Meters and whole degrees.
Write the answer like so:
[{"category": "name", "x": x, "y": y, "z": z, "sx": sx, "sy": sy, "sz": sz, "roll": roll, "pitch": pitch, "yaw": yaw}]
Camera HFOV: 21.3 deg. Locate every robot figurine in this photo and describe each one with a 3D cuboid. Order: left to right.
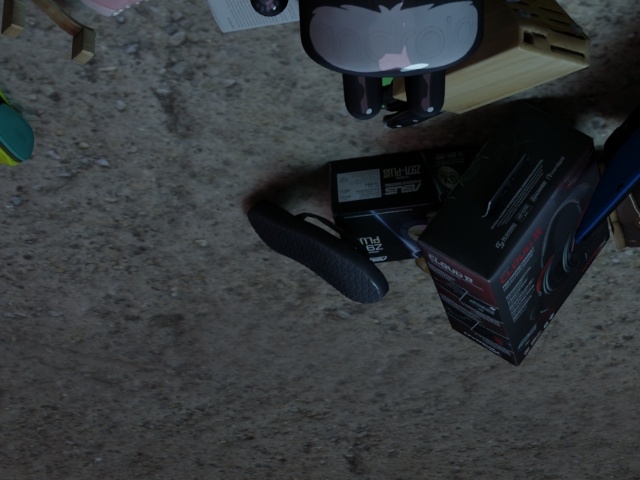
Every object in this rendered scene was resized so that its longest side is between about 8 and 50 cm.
[{"category": "robot figurine", "x": 0.062, "y": -0.253, "z": 1.527, "sx": 0.209, "sy": 0.173, "sz": 0.278, "roll": -21, "pitch": 120, "yaw": -33}]

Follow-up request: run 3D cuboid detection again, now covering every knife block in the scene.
[{"category": "knife block", "x": 0.131, "y": -0.172, "z": 1.709, "sx": 0.088, "sy": 0.276, "sz": 0.242, "roll": 9, "pitch": 122, "yaw": -30}]

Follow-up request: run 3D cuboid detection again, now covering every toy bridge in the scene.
[{"category": "toy bridge", "x": -0.308, "y": -0.236, "z": 1.718, "sx": 0.188, "sy": 0.063, "sz": 0.026, "roll": 19, "pitch": 146, "yaw": -34}]

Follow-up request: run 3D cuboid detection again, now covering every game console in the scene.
[{"category": "game console", "x": 0.440, "y": -0.117, "z": 1.875, "sx": 0.250, "sy": 0.173, "sz": 0.293, "roll": 10, "pitch": 143, "yaw": -23}]

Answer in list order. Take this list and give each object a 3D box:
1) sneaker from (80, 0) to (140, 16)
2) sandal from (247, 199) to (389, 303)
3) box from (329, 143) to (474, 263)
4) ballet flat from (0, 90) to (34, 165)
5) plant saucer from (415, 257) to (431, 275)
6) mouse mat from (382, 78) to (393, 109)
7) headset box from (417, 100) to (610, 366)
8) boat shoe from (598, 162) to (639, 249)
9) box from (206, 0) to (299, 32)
[{"category": "sneaker", "x": -0.186, "y": -0.259, "z": 1.705, "sx": 0.134, "sy": 0.051, "sz": 0.070, "roll": 2, "pitch": 154, "yaw": -3}, {"category": "sandal", "x": -0.001, "y": -0.001, "z": 2.095, "sx": 0.054, "sy": 0.254, "sz": 0.097, "roll": -40, "pitch": 131, "yaw": -17}, {"category": "box", "x": 0.111, "y": -0.042, "z": 2.126, "sx": 0.180, "sy": 0.077, "sz": 0.147, "roll": -7, "pitch": 153, "yaw": 8}, {"category": "ballet flat", "x": -0.385, "y": -0.150, "z": 1.878, "sx": 0.077, "sy": 0.077, "sz": 0.231, "roll": 9, "pitch": 157, "yaw": 13}, {"category": "plant saucer", "x": 0.173, "y": 0.032, "z": 2.346, "sx": 0.083, "sy": 0.015, "sz": 0.083, "roll": -2, "pitch": 153, "yaw": -1}, {"category": "mouse mat", "x": 0.135, "y": -0.199, "z": 1.900, "sx": 0.189, "sy": 0.007, "sz": 0.152, "roll": -9, "pitch": 152, "yaw": 13}, {"category": "headset box", "x": 0.235, "y": -0.010, "z": 2.037, "sx": 0.110, "sy": 0.218, "sz": 0.293, "roll": 30, "pitch": 164, "yaw": 25}, {"category": "boat shoe", "x": 0.395, "y": -0.050, "z": 2.154, "sx": 0.073, "sy": 0.073, "sz": 0.207, "roll": -12, "pitch": 159, "yaw": 12}, {"category": "box", "x": -0.068, "y": -0.271, "z": 1.633, "sx": 0.087, "sy": 0.101, "sz": 0.102, "roll": -7, "pitch": 153, "yaw": 10}]
